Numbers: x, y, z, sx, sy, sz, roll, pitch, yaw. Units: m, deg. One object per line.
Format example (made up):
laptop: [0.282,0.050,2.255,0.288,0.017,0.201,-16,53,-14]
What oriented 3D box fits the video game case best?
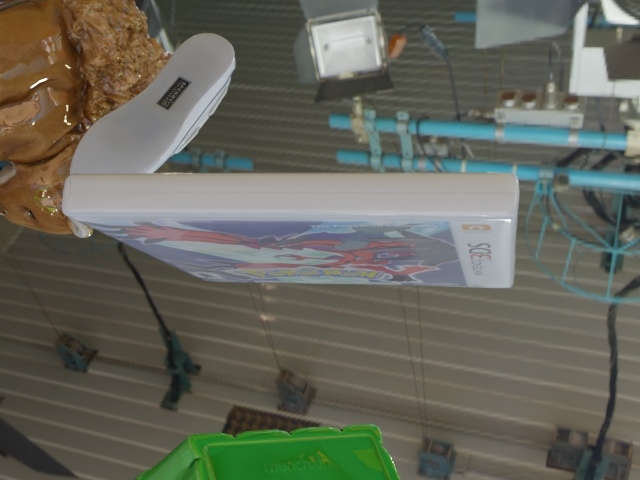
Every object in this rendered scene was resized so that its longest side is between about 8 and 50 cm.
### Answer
video game case: [0.000,0.000,0.435,0.201,0.183,0.023,1,-102,13]

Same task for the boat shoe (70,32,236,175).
boat shoe: [-0.190,-0.136,0.997,0.095,0.084,0.258,39,-109,13]

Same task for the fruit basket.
fruit basket: [-0.078,0.448,1.147,0.392,0.392,0.283,-19,-131,-6]

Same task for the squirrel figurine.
squirrel figurine: [-0.400,-0.194,1.302,0.397,0.370,0.281,-18,-154,-4]
